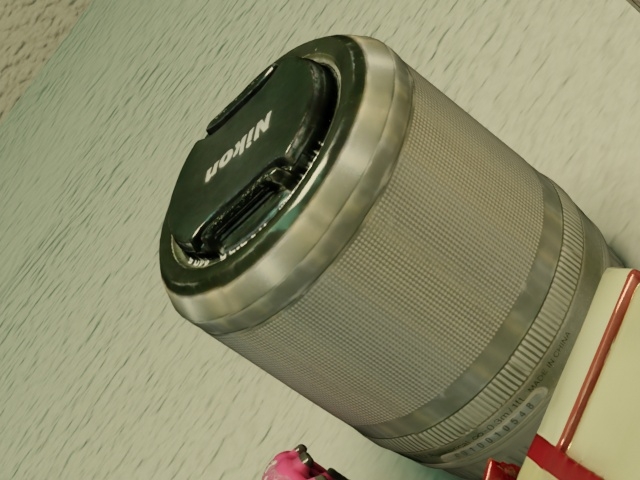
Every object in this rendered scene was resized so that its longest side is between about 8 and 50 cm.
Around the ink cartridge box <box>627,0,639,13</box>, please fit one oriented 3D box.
[{"bbox_3d":[0.256,-0.164,0.970,0.086,0.203,0.148,-51,26,7],"label":"ink cartridge box"}]

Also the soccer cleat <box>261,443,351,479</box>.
[{"bbox_3d":[0.008,0.251,0.989,0.143,0.116,0.331,-52,26,4],"label":"soccer cleat"}]

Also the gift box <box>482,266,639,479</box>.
[{"bbox_3d":[0.207,0.142,0.583,0.276,0.255,0.258,-62,5,-3],"label":"gift box"}]

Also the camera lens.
[{"bbox_3d":[0.047,0.013,1.028,0.219,0.274,0.219,-39,29,28],"label":"camera lens"}]
